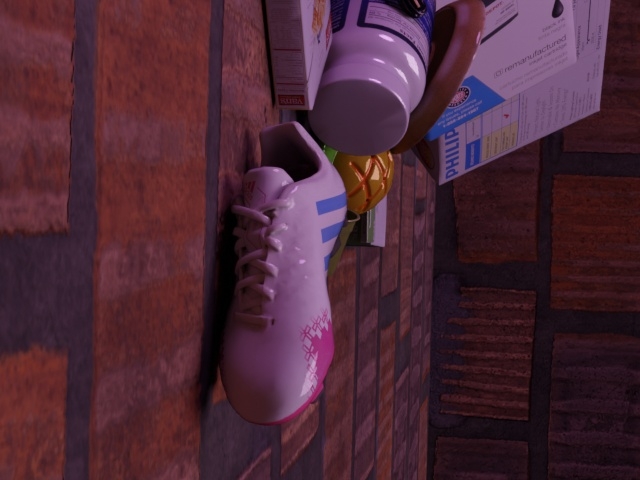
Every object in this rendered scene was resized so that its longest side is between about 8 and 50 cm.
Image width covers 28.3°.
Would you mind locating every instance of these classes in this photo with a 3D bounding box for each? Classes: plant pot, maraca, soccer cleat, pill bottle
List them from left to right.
[{"bbox_3d":[-0.049,0.020,1.210,0.331,0.116,0.143,-81,153,-47],"label":"soccer cleat"},{"bbox_3d":[0.000,0.000,1.556,0.083,0.083,0.079,-51,154,-75],"label":"plant pot"},{"bbox_3d":[0.032,-0.087,1.662,0.185,0.099,0.127,-17,115,-56],"label":"maraca"},{"bbox_3d":[0.064,-0.240,1.630,0.153,0.153,0.265,83,14,-44],"label":"pill bottle"},{"bbox_3d":[0.140,-0.227,1.707,0.236,0.032,0.236,-54,-161,28],"label":"plant pot"}]

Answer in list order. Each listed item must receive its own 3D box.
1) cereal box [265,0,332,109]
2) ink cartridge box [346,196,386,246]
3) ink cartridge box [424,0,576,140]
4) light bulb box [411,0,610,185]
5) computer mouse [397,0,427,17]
[{"bbox_3d":[-0.024,-0.288,1.405,0.173,0.047,0.240,-76,165,-51],"label":"cereal box"},{"bbox_3d":[0.056,-0.047,1.891,0.209,0.062,0.109,9,84,-80],"label":"ink cartridge box"},{"bbox_3d":[0.210,-0.386,1.881,0.166,0.285,0.395,54,-12,41],"label":"ink cartridge box"},{"bbox_3d":[0.308,-0.349,2.293,0.225,0.361,0.358,56,-16,37],"label":"light bulb box"},{"bbox_3d":[0.066,-0.384,1.575,0.242,0.041,0.071,54,34,-6],"label":"computer mouse"}]
